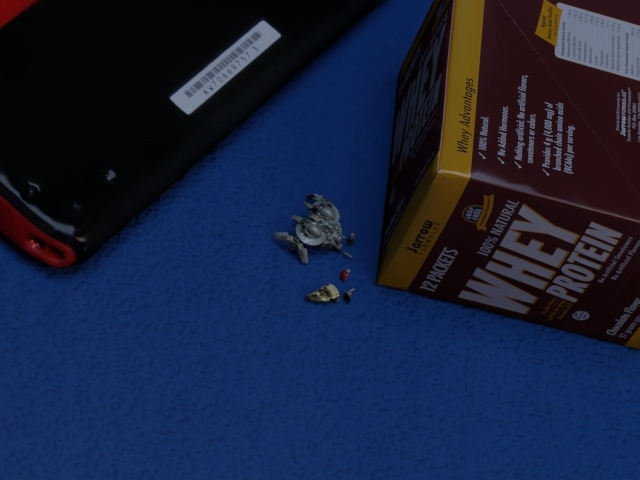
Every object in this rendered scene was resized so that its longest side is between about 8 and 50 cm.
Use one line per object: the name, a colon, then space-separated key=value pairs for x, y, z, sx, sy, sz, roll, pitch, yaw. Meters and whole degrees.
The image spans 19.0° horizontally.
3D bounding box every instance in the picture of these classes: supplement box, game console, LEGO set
supplement box: x=0.154 y=-0.058 z=1.253 sx=0.194 sy=0.129 sz=0.191 roll=14 pitch=53 yaw=-9
game console: x=-0.174 y=-0.191 z=1.291 sx=0.342 sy=0.060 sz=0.386 roll=41 pitch=54 yaw=6
LEGO set: x=0.003 y=0.001 z=1.227 sx=0.054 sy=0.023 sz=0.083 roll=-16 pitch=63 yaw=-28
